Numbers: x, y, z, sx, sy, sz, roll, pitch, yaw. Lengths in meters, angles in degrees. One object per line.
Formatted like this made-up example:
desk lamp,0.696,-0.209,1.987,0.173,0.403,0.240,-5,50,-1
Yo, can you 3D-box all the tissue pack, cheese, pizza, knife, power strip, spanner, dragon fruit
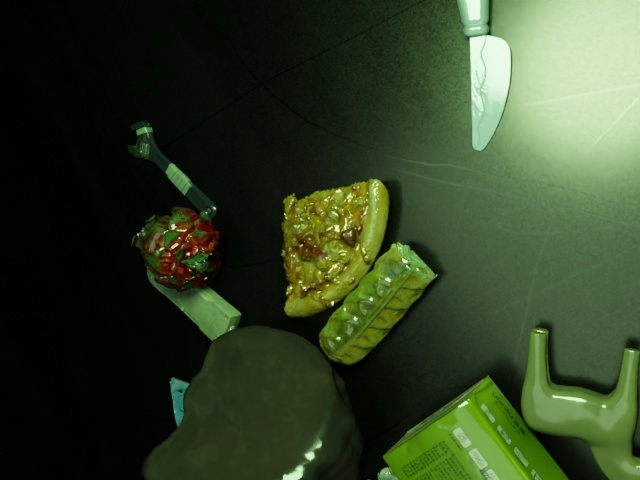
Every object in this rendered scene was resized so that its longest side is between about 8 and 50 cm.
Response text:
tissue pack,0.275,0.402,0.982,0.200,0.167,0.274,-43,73,23
cheese,-0.239,0.362,1.328,0.245,0.052,0.135,-9,87,30
pizza,0.000,0.000,1.149,0.226,0.086,0.335,42,114,18
knife,0.276,-0.320,0.999,0.080,0.044,0.331,-6,97,22
power strip,-0.291,0.125,1.339,0.286,0.048,0.080,35,108,22
spanner,-0.342,-0.154,1.361,0.316,0.024,0.087,45,115,17
dragon fruit,-0.296,0.015,1.266,0.182,0.182,0.188,-40,81,26

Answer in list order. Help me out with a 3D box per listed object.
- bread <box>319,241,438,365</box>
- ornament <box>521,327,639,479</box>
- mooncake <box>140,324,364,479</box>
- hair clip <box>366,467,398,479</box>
bread,0.095,0.126,1.104,0.269,0.098,0.087,-52,28,22
ornament,0.437,0.278,0.941,0.230,0.061,0.245,6,96,26
mooncake,-0.108,0.365,1.085,0.351,0.381,0.212,19,145,40
hair clip,0.131,0.519,1.143,0.220,0.054,0.140,-45,67,21
